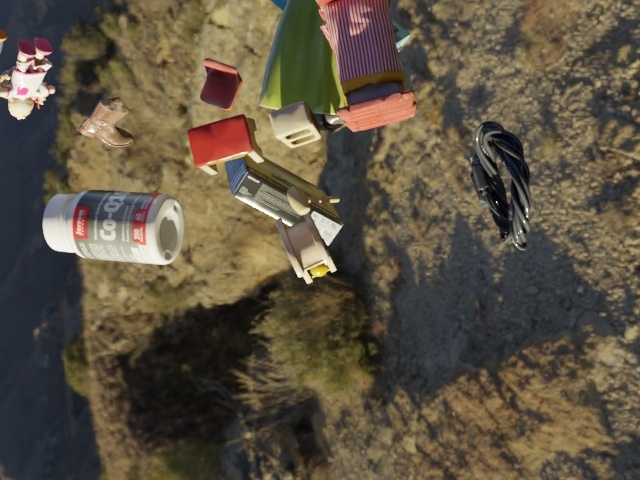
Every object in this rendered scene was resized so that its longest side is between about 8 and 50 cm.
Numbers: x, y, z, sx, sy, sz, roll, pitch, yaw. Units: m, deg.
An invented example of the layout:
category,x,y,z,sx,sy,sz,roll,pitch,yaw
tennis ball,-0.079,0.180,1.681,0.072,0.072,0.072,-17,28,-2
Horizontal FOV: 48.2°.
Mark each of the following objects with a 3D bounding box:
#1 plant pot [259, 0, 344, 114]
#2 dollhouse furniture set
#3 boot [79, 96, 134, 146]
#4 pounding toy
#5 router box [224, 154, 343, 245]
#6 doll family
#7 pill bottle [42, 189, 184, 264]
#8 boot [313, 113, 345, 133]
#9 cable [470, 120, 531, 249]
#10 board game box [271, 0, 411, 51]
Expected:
category,x,y,z,sx,sy,sz,roll,pitch,yaw
plant pot,-0.001,-0.463,1.713,0.275,0.275,0.293,-142,54,-64
dollhouse furniture set,-0.047,-0.255,1.132,0.152,0.374,0.201,11,-115,-81
boot,-0.360,-0.212,1.272,0.114,0.106,0.037,-31,62,43
pounding toy,0.000,0.000,1.574,0.269,0.155,0.154,63,-178,-62
router box,-0.105,-0.130,1.968,0.081,0.309,0.243,-55,25,15
doll family,-0.523,-0.232,1.039,0.118,0.263,0.163,46,128,10
pill bottle,-0.471,-0.034,1.628,0.161,0.283,0.161,3,-90,-76
boot,0.119,-0.348,2.000,0.263,0.229,0.091,-36,-58,-67
cable,0.264,-0.076,1.009,0.150,0.047,0.184,103,154,-72
board game box,0.053,-0.599,1.908,0.336,0.254,0.079,40,127,2
